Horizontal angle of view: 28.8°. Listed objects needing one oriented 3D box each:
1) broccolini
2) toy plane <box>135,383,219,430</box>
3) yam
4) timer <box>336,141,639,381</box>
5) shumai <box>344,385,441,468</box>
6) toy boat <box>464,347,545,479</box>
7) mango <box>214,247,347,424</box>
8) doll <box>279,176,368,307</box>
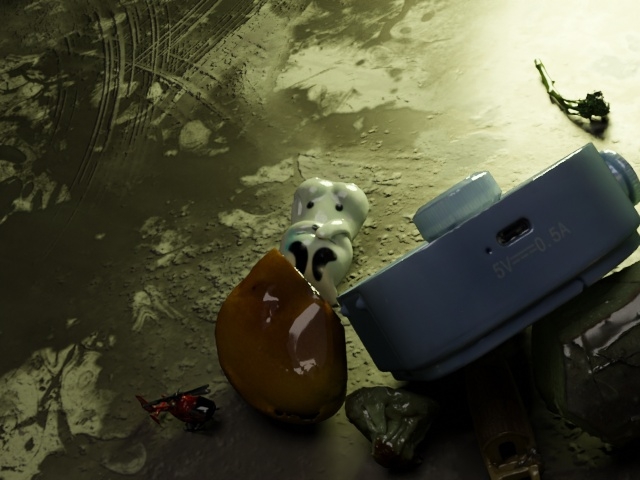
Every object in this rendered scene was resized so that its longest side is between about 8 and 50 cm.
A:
[{"bbox_3d":[0.368,-0.227,1.885,0.052,0.054,0.194,-47,41,2],"label":"broccolini"},{"bbox_3d":[-0.187,0.222,1.657,0.145,0.060,0.037,-8,41,40],"label":"toy plane"},{"bbox_3d":[0.376,0.114,1.401,0.271,0.202,0.201,-19,76,-1],"label":"yam"},{"bbox_3d":[0.205,0.007,1.475,0.395,0.173,0.395,-32,-3,-2],"label":"timer"},{"bbox_3d":[0.083,0.230,1.504,0.123,0.099,0.087,-14,59,47],"label":"shumai"},{"bbox_3d":[0.209,0.197,1.472,0.068,0.088,0.226,-18,42,8],"label":"toy boat"},{"bbox_3d":[-0.047,0.141,1.623,0.166,0.136,0.236,-43,47,-1],"label":"mango"},{"bbox_3d":[0.002,-0.007,1.770,0.110,0.107,0.181,12,48,9],"label":"doll"}]
